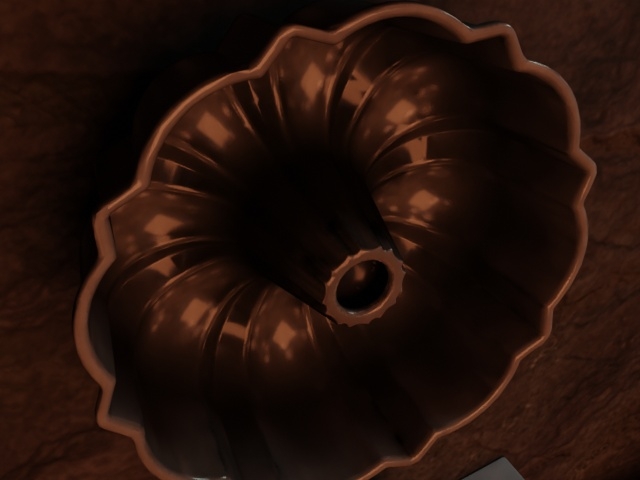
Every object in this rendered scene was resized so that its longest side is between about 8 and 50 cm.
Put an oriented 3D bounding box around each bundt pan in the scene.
[{"bbox_3d":[0.000,0.000,0.540,0.331,0.124,0.331,-14,124,-21],"label":"bundt pan"}]

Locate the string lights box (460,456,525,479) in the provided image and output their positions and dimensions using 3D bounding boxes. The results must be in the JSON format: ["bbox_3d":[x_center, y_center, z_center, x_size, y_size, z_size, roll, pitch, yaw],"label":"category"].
[{"bbox_3d":[0.165,0.356,0.872,0.133,0.077,0.260,-24,127,-13],"label":"string lights box"}]
